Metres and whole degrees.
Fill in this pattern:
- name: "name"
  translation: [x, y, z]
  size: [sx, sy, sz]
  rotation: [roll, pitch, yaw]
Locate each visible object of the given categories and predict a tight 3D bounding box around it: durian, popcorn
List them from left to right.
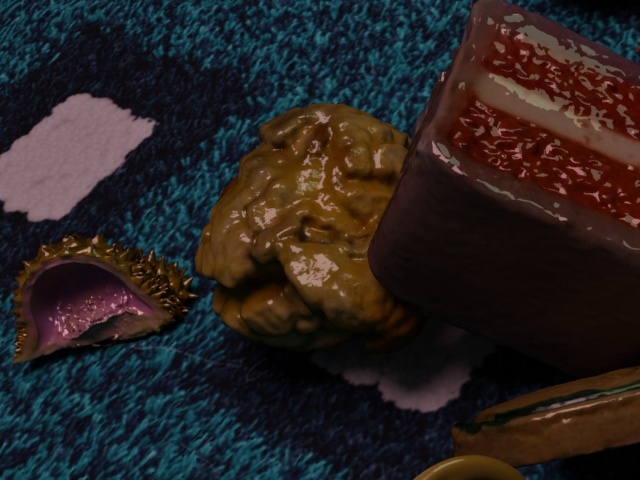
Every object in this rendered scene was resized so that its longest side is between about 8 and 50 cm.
- name: "durian"
  translation: [-0.253, 0.061, 2.149]
  size: [0.182, 0.165, 0.132]
  rotation: [-26, 75, 40]
- name: "popcorn"
  translation: [0.000, 0.000, 1.941]
  size: [0.265, 0.225, 0.332]
  rotation: [-27, 35, 4]

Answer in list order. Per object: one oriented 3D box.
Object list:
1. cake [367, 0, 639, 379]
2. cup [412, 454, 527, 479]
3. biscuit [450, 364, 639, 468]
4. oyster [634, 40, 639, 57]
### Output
- name: "cake"
  translation: [0.222, -0.040, 1.767]
  size: [0.309, 0.230, 0.237]
  rotation: [23, 56, 3]
- name: "cup"
  translation: [0.131, 0.312, 1.525]
  size: [0.256, 0.178, 0.255]
  rotation: [-42, 83, -15]
- name: "biscuit"
  translation: [0.270, 0.137, 1.648]
  size: [0.344, 0.057, 0.287]
  rotation: [-12, -4, -12]
- name: "oyster"
  translation: [0.426, -0.230, 2.077]
  size: [0.177, 0.056, 0.105]
  rotation: [-17, 29, 14]
